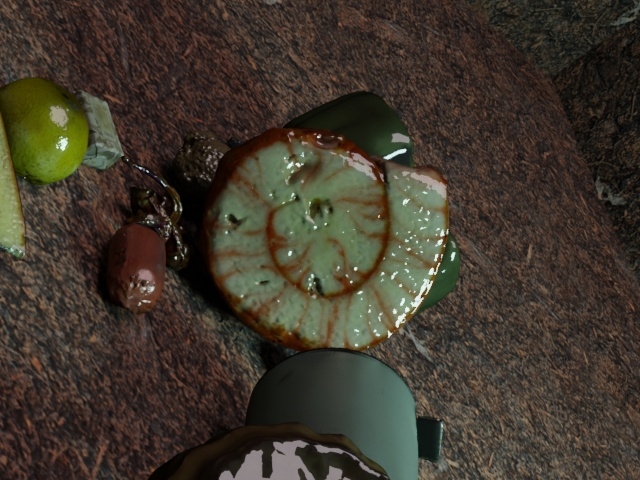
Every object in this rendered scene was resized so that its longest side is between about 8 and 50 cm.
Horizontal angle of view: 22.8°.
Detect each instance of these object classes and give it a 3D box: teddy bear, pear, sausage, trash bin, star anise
[{"bbox_3d":[-0.102,-0.070,2.275,0.251,0.129,0.182,36,28,-39],"label":"teddy bear"},{"bbox_3d":[-0.338,-0.142,1.950,0.141,0.104,0.141,46,27,-31],"label":"pear"},{"bbox_3d":[-0.228,0.033,1.966,0.076,0.076,0.141,43,26,-27],"label":"sausage"},{"bbox_3d":[0.009,0.285,1.878,0.262,0.277,0.217,-86,177,-61],"label":"trash bin"},{"bbox_3d":[-0.219,-0.042,2.074,0.191,0.070,0.097,50,31,-44],"label":"star anise"}]

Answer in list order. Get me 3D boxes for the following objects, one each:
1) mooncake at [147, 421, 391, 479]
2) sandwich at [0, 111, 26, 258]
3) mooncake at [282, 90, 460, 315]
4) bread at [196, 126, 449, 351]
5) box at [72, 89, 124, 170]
[{"bbox_3d":[-0.052,0.339,1.576,0.324,0.187,0.324,6,71,-19],"label":"mooncake"},{"bbox_3d":[-0.397,-0.072,1.767,0.090,0.088,0.244,17,47,-43],"label":"sandwich"},{"bbox_3d":[0.062,-0.042,2.367,0.351,0.187,0.351,62,-7,13],"label":"mooncake"},{"bbox_3d":[-0.004,0.002,2.143,0.327,0.295,0.114,19,5,-11],"label":"bread"},{"bbox_3d":[-0.301,-0.145,2.093,0.062,0.045,0.098,25,36,-50],"label":"box"}]
